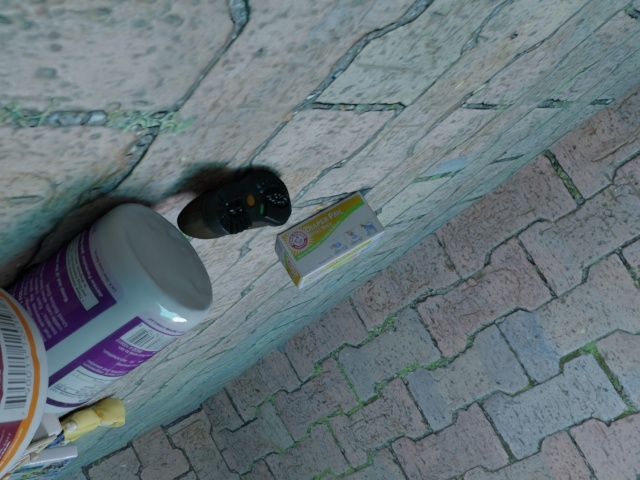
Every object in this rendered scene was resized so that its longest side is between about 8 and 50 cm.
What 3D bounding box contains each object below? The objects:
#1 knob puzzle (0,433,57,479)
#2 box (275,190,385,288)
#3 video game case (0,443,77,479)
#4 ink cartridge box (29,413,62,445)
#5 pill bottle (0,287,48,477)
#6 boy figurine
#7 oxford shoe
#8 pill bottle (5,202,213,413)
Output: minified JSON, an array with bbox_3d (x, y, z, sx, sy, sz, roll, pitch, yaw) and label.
[{"bbox_3d":[-0.650,0.469,1.270,0.213,0.030,0.213,-30,169,-7],"label":"knob puzzle"},{"bbox_3d":[0.016,0.001,1.329,0.203,0.103,0.114,-30,169,-13],"label":"box"},{"bbox_3d":[-0.804,0.579,1.541,0.329,0.036,0.300,4,147,-39],"label":"video game case"},{"bbox_3d":[-0.671,0.416,1.295,0.159,0.092,0.218,-35,167,15],"label":"ink cartridge box"},{"bbox_3d":[-0.366,0.099,0.412,0.224,0.224,0.392,-31,169,-6],"label":"pill bottle"},{"bbox_3d":[-0.683,0.530,1.761,0.285,0.092,0.177,-18,159,-42],"label":"boy figurine"},{"bbox_3d":[-0.116,-0.049,0.879,0.096,0.082,0.227,-13,-179,28],"label":"oxford shoe"},{"bbox_3d":[-0.294,0.102,0.764,0.302,0.169,0.169,-34,169,12],"label":"pill bottle"}]
